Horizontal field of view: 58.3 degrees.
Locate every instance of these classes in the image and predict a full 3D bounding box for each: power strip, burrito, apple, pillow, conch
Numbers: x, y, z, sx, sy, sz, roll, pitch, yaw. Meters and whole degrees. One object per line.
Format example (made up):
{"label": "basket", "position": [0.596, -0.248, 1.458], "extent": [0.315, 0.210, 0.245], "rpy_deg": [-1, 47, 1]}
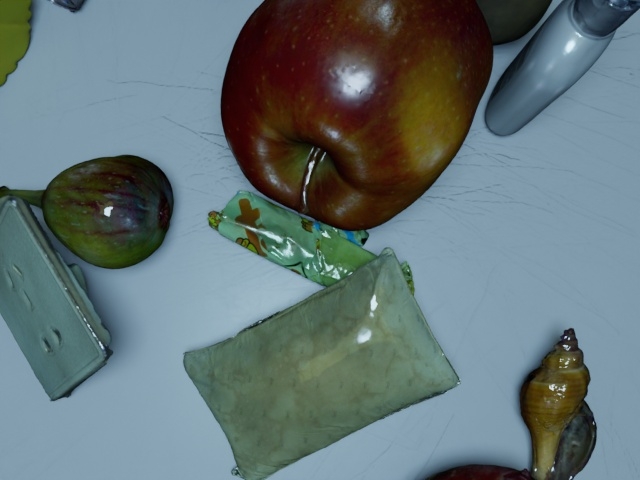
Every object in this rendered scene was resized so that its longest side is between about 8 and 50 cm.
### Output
{"label": "power strip", "position": [-0.313, 0.068, 0.675], "extent": [0.064, 0.198, 0.213], "rpy_deg": [-27, 85, -46]}
{"label": "burrito", "position": [0.000, 0.000, 0.741], "extent": [0.287, 0.054, 0.104], "rpy_deg": [26, 80, 2]}
{"label": "apple", "position": [0.041, -0.174, 0.651], "extent": [0.288, 0.288, 0.317], "rpy_deg": [33, 66, 2]}
{"label": "pillow", "position": [-0.008, 0.157, 0.687], "extent": [0.302, 0.075, 0.185], "rpy_deg": [-28, 90, 6]}
{"label": "conch", "position": [0.294, 0.223, 0.715], "extent": [0.086, 0.080, 0.233], "rpy_deg": [-7, 106, 8]}

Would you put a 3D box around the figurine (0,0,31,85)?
{"label": "figurine", "position": [-0.547, -0.336, 0.721], "extent": [0.315, 0.187, 0.168], "rpy_deg": [29, 55, 10]}

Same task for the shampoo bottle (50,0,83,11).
{"label": "shampoo bottle", "position": [-0.306, -0.418, 0.775], "extent": [0.072, 0.072, 0.214], "rpy_deg": [27, 82, 1]}

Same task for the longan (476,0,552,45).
{"label": "longan", "position": [0.204, -0.357, 0.732], "extent": [0.212, 0.198, 0.198], "rpy_deg": [20, 81, -17]}

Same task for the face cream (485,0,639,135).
{"label": "face cream", "position": [0.280, -0.223, 0.663], "extent": [0.071, 0.291, 0.144], "rpy_deg": [33, 80, 3]}

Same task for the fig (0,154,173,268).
{"label": "fig", "position": [-0.303, -0.048, 0.698], "extent": [0.245, 0.149, 0.149], "rpy_deg": [8, 82, 10]}

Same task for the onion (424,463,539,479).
{"label": "onion", "position": [0.181, 0.372, 0.628], "extent": [0.246, 0.190, 0.247], "rpy_deg": [-3, 77, 14]}
